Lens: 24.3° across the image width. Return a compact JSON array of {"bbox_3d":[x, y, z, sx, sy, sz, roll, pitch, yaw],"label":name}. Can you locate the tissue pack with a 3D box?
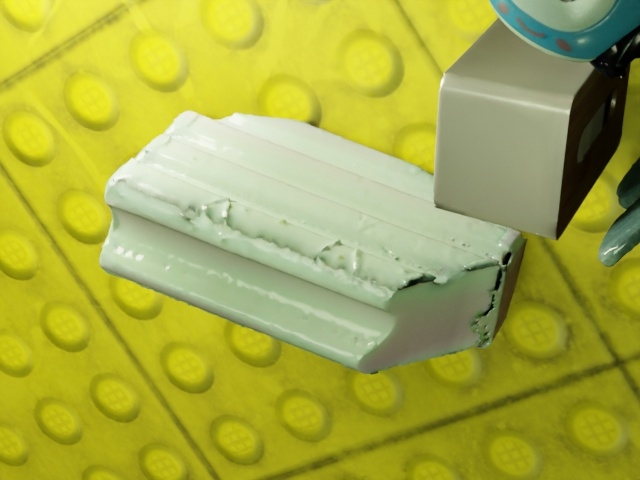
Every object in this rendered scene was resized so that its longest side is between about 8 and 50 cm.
[{"bbox_3d":[0.223,-0.134,1.544,0.136,0.246,0.159,15,124,21],"label":"tissue pack"}]

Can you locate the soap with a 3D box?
[{"bbox_3d":[0.000,0.000,1.725,0.446,0.261,0.156,20,124,15],"label":"soap"}]

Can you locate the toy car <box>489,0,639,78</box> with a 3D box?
[{"bbox_3d":[0.273,-0.297,1.415,0.188,0.255,0.190,39,165,17],"label":"toy car"}]

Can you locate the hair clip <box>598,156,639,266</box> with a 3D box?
[{"bbox_3d":[0.448,-0.084,1.415,0.238,0.318,0.392,32,126,7],"label":"hair clip"}]
